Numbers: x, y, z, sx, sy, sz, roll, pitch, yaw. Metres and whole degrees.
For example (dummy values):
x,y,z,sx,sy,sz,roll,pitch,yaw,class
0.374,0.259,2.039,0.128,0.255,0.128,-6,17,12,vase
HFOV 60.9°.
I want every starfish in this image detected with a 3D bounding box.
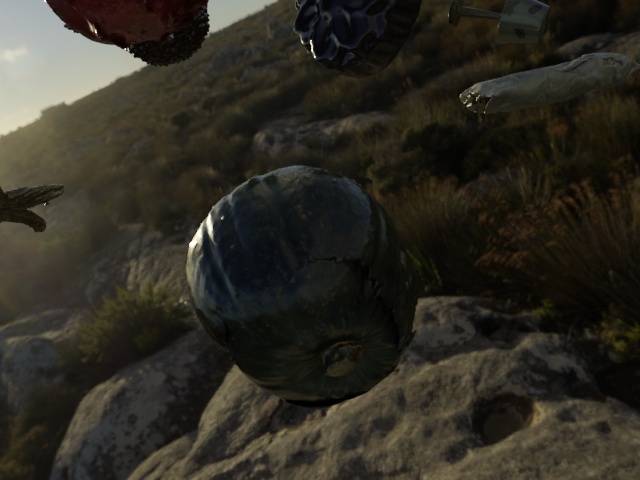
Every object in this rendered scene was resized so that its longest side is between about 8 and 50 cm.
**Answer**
x,y,z,sx,sy,sz,roll,pitch,yaw,class
-0.590,-0.062,0.976,0.236,0.062,0.277,-23,-21,-10,starfish

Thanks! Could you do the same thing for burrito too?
x,y,z,sx,sy,sz,roll,pitch,yaw,class
0.444,-0.304,1.046,0.392,0.076,0.117,-17,19,-21,burrito

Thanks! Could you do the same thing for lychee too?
x,y,z,sx,sy,sz,roll,pitch,yaw,class
-0.437,-0.607,1.471,0.267,0.267,0.267,-21,23,9,lychee

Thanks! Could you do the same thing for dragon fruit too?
x,y,z,sx,sy,sz,roll,pitch,yaw,class
-0.343,-0.549,1.035,0.249,0.371,0.386,16,1,21,dragon fruit

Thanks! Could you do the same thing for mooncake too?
x,y,z,sx,sy,sz,roll,pitch,yaw,class
0.065,-0.481,1.107,0.141,0.283,0.283,-8,8,-41,mooncake

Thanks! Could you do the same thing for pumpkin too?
x,y,z,sx,sy,sz,roll,pitch,yaw,class
-0.010,0.068,0.739,0.291,0.328,0.257,-35,42,14,pumpkin

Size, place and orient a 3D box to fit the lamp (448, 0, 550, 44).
x,y,z,sx,sy,sz,roll,pitch,yaw,class
0.411,-0.519,1.262,0.215,0.121,0.121,19,42,23,lamp
